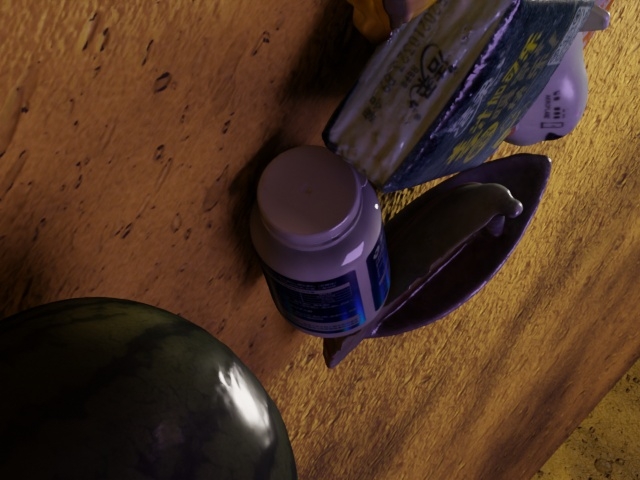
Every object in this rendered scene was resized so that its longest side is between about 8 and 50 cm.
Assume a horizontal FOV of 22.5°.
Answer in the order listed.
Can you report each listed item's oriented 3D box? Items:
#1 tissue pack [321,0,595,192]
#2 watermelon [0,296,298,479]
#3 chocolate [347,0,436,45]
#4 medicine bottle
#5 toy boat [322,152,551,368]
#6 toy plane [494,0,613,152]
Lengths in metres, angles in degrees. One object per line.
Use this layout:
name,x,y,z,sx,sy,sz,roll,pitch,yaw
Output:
tissue pack,0.120,-0.138,1.279,0.185,0.081,0.257,-57,165,19
watermelon,-0.172,0.204,0.979,0.359,0.279,0.279,-51,160,-11
chocolate,0.170,-0.300,0.978,0.445,0.162,0.162,-36,157,-11
medicine bottle,0.000,0.000,1.313,0.107,0.107,0.191,-50,160,-15
toy boat,0.095,0.017,1.510,0.276,0.111,0.293,-43,172,19
toy plane,0.210,-0.169,1.523,0.244,0.117,0.244,-48,159,-25
